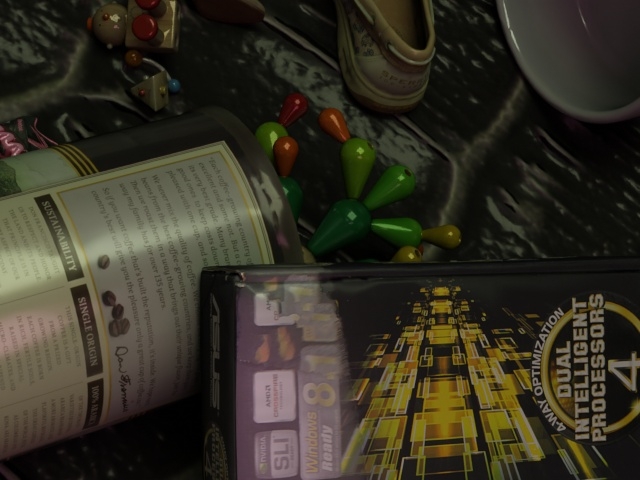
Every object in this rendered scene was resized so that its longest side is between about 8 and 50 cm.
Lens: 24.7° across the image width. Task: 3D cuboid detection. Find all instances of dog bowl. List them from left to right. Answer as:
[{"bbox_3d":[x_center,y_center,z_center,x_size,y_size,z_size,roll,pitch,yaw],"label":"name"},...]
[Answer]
[{"bbox_3d":[0.267,-0.239,1.277,0.104,0.265,0.265,-12,66,-28],"label":"dog bowl"}]

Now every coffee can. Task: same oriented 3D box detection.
[{"bbox_3d":[-0.175,0.034,1.001,0.275,0.201,0.201,-17,68,-27],"label":"coffee can"}]

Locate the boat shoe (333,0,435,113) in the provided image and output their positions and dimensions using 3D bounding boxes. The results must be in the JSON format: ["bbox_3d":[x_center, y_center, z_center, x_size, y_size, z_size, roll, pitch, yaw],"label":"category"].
[{"bbox_3d":[0.051,-0.253,1.312,0.104,0.089,0.285,-5,63,-22],"label":"boat shoe"}]

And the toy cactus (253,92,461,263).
[{"bbox_3d":[0.000,0.000,1.161,0.180,0.112,0.219,-41,82,-14],"label":"toy cactus"}]

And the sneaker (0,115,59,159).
[{"bbox_3d":[-0.211,-0.052,1.137,0.057,0.047,0.119,-30,76,-43],"label":"sneaker"}]

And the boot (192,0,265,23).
[{"bbox_3d":[-0.101,-0.242,1.282,0.118,0.042,0.087,15,56,-11],"label":"boot"}]

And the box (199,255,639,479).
[{"bbox_3d":[0.082,0.208,0.960,0.318,0.097,0.395,0,91,-19],"label":"box"}]

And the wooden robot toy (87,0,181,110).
[{"bbox_3d":[-0.159,-0.190,1.211,0.079,0.076,0.173,2,82,14],"label":"wooden robot toy"}]
